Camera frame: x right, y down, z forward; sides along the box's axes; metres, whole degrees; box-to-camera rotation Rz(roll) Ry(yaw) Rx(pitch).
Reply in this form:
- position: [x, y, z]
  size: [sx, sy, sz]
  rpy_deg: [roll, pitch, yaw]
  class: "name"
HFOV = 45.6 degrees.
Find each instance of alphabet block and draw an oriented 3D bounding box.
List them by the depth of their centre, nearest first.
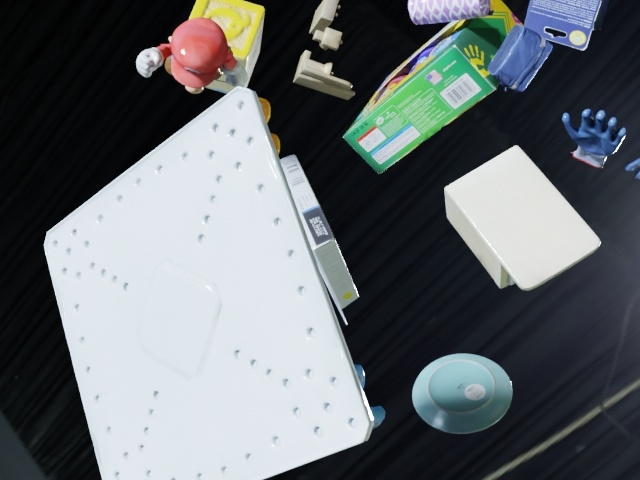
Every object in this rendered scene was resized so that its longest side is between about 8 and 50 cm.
- position: [-0.275, -0.553, 2.146]
  size: [0.193, 0.197, 0.193]
  rpy_deg: [15, 66, -2]
  class: "alphabet block"

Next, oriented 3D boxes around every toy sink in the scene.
- position: [0.342, -0.016, 1.307]
  size: [0.234, 0.153, 0.131]
  rpy_deg: [56, -5, 28]
  class: "toy sink"

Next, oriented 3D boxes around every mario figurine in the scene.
- position: [-0.272, -0.364, 1.628]
  size: [0.170, 0.198, 0.320]
  rpy_deg: [59, -3, -13]
  class: "mario figurine"

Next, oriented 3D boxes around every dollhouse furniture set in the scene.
- position: [0.036, -0.387, 1.544]
  size: [0.123, 0.151, 0.144]
  rpy_deg: [17, -4, -12]
  class: "dollhouse furniture set"

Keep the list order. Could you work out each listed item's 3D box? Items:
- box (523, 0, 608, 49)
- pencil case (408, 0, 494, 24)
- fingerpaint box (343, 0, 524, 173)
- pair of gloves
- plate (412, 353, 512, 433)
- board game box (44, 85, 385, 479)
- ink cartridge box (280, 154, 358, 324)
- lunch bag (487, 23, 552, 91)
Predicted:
- position: [0.448, -0.463, 1.339]
  size: [0.037, 0.225, 0.136]
  rpy_deg: [-17, 38, -43]
  class: "box"
- position: [0.320, -0.588, 1.882]
  size: [0.086, 0.206, 0.088]
  rpy_deg: [56, 47, -46]
  class: "pencil case"
- position: [0.312, -0.438, 2.105]
  size: [0.163, 0.445, 0.371]
  rpy_deg: [44, 45, -11]
  class: "fingerpaint box"
- position: [0.428, -0.125, 1.058]
  size: [0.198, 0.023, 0.159]
  rpy_deg: [28, -9, 17]
  class: "pair of gloves"
- position: [0.267, 0.281, 1.442]
  size: [0.188, 0.188, 0.024]
  rpy_deg: [-112, -175, -51]
  class: "plate"
- position: [-0.146, 0.088, 0.869]
  size: [0.050, 0.390, 0.389]
  rpy_deg: [3, 63, -54]
  class: "board game box"
- position: [0.000, 0.000, 1.811]
  size: [0.303, 0.072, 0.307]
  rpy_deg: [63, 0, 41]
  class: "ink cartridge box"
- position: [0.312, -0.279, 1.189]
  size: [0.065, 0.098, 0.067]
  rpy_deg: [27, 23, -10]
  class: "lunch bag"
